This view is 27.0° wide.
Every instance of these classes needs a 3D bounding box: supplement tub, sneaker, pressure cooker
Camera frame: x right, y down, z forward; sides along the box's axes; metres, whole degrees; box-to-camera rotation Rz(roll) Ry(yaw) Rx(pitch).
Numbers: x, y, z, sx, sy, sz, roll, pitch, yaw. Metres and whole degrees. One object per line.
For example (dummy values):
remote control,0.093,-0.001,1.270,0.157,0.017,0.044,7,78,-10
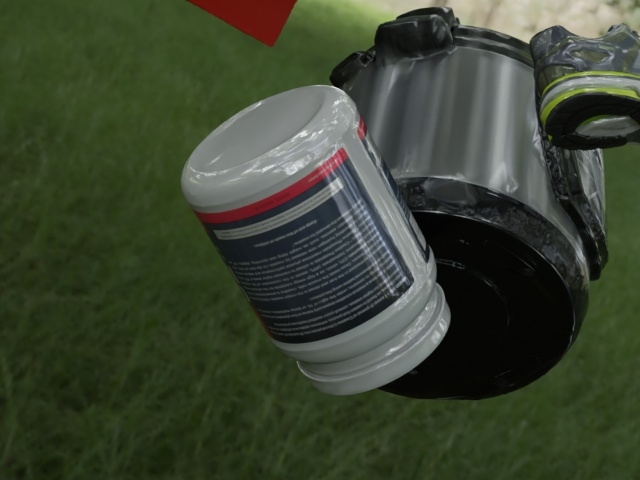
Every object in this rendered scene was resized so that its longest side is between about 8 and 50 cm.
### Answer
supplement tub,0.000,0.000,1.336,0.272,0.191,0.191,61,-7,-24
sneaker,0.337,-0.162,1.366,0.300,0.111,0.121,4,59,-36
pressure cooker,0.156,-0.063,1.657,0.375,0.370,0.420,24,45,-11

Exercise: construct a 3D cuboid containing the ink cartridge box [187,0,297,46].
ink cartridge box,-0.135,-0.422,1.636,0.308,0.385,0.091,28,45,-4
